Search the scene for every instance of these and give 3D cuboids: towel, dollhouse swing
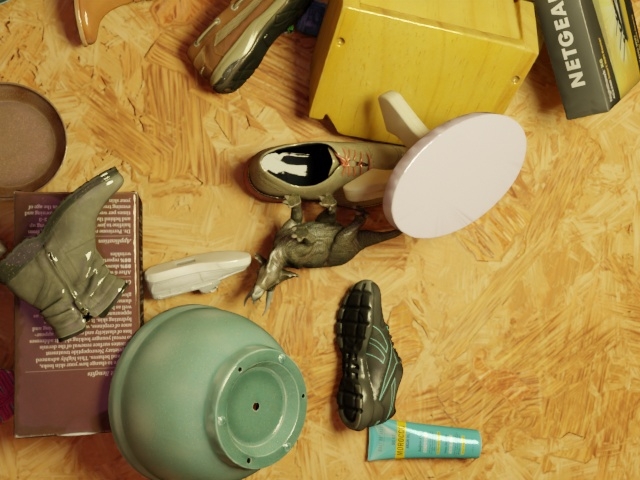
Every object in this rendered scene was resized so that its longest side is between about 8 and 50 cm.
[{"bbox_3d":[0.017,-0.404,1.239,0.120,0.029,0.067,14,86,-10],"label":"towel"},{"bbox_3d":[0.167,-0.393,1.226,0.347,0.315,0.304,7,47,-14],"label":"dollhouse swing"}]

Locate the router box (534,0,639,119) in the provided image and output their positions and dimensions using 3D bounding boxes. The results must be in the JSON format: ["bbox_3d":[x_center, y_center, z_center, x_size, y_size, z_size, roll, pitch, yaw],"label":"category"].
[{"bbox_3d":[0.490,-0.407,1.214,0.243,0.081,0.308,-37,112,-40],"label":"router box"}]

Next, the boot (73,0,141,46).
[{"bbox_3d":[-0.343,-0.426,1.151,0.153,0.073,0.197,3,90,-15],"label":"boot"}]

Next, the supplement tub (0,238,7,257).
[{"bbox_3d":[-0.663,0.073,0.981,0.241,0.241,0.331,42,81,-7],"label":"supplement tub"}]

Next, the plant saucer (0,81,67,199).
[{"bbox_3d":[-0.527,-0.165,1.121,0.199,0.036,0.198,0,88,-10],"label":"plant saucer"}]

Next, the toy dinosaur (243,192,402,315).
[{"bbox_3d":[0.000,0.000,1.178,0.314,0.160,0.121,-18,58,-23],"label":"toy dinosaur"}]

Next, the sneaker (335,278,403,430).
[{"bbox_3d":[0.090,0.205,1.209,0.106,0.101,0.267,6,86,-33],"label":"sneaker"}]

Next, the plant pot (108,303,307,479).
[{"bbox_3d":[-0.146,0.246,1.032,0.293,0.196,0.292,4,84,-44],"label":"plant pot"}]

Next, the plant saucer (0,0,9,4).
[{"bbox_3d":[-0.604,-0.534,1.119,0.318,0.044,0.317,0,88,-11],"label":"plant saucer"}]

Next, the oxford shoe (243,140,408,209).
[{"bbox_3d":[0.045,-0.119,1.179,0.349,0.130,0.122,-6,86,-13],"label":"oxford shoe"}]

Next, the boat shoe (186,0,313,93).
[{"bbox_3d":[-0.110,-0.411,1.160,0.120,0.122,0.324,40,89,3],"label":"boat shoe"}]

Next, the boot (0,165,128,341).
[{"bbox_3d":[-0.346,0.021,0.999,0.161,0.083,0.246,45,86,-13],"label":"boot"}]

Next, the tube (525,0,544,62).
[{"bbox_3d":[0.442,-0.478,1.312,0.070,0.062,0.240,26,85,23],"label":"tube"}]

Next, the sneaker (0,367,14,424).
[{"bbox_3d":[-0.604,0.269,1.058,0.252,0.111,0.102,-16,94,-34],"label":"sneaker"}]

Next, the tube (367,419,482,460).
[{"bbox_3d":[0.191,0.371,1.235,0.207,0.052,0.080,4,77,-4],"label":"tube"}]

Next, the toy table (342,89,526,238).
[{"bbox_3d":[0.184,-0.121,1.110,0.274,0.161,0.252,-21,118,-25],"label":"toy table"}]

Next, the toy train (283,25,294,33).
[{"bbox_3d":[-0.073,-0.419,1.229,0.024,0.017,0.083,-23,92,-1],"label":"toy train"}]

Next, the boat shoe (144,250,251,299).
[{"bbox_3d":[-0.209,0.063,1.163,0.184,0.066,0.063,-14,111,-17],"label":"boat shoe"}]

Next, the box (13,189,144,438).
[{"bbox_3d":[-0.385,0.113,1.087,0.191,0.143,0.381,0,86,-12],"label":"box"}]
